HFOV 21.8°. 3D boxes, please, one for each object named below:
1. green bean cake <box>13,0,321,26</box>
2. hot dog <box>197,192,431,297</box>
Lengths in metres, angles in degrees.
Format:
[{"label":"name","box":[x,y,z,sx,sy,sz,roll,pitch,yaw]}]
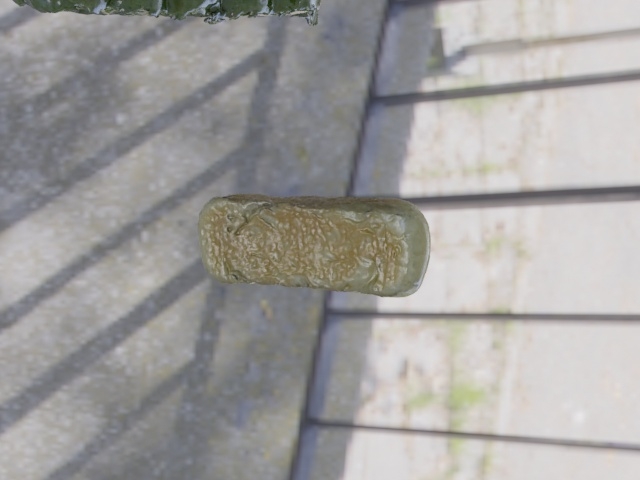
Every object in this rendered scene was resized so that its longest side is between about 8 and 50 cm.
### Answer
[{"label":"green bean cake","box":[-0.140,-0.250,1.218,0.247,0.250,0.156,-4,109,-32]},{"label":"hot dog","box":[0.000,0.000,1.469,0.073,0.242,0.084,-17,106,-54]}]
